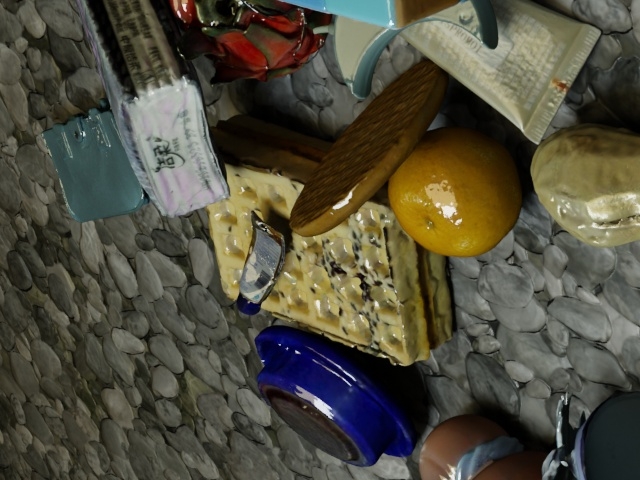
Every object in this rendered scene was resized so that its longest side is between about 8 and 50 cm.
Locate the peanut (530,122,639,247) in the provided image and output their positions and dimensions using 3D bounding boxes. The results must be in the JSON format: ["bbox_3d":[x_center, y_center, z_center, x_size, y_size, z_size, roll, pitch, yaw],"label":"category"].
[{"bbox_3d":[0.332,-0.051,1.594,0.290,0.130,0.130,10,122,45],"label":"peanut"}]

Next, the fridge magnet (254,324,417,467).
[{"bbox_3d":[0.015,0.214,2.135,0.265,0.112,0.265,33,161,13],"label":"fridge magnet"}]

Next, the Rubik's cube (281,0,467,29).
[{"bbox_3d":[0.058,-0.403,1.534,0.290,0.291,0.291,22,129,40],"label":"Rubik's cube"}]

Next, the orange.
[{"bbox_3d":[0.157,-0.058,1.786,0.159,0.136,0.159,27,144,22],"label":"orange"}]

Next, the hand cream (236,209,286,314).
[{"bbox_3d":[-0.079,0.032,2.042,0.062,0.039,0.163,42,138,25],"label":"hand cream"}]

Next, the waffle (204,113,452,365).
[{"bbox_3d":[0.000,0.000,2.039,0.376,0.114,0.261,21,129,41],"label":"waffle"}]

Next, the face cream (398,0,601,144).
[{"bbox_3d":[0.140,-0.250,1.720,0.341,0.084,0.137,36,108,27],"label":"face cream"}]

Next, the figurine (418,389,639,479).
[{"bbox_3d":[0.258,0.320,1.855,0.248,0.276,0.388,35,146,-6],"label":"figurine"}]

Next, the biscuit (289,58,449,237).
[{"bbox_3d":[0.058,-0.102,1.794,0.037,0.262,0.262,39,147,-13],"label":"biscuit"}]

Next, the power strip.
[{"bbox_3d":[0.083,-0.237,1.692,0.216,0.044,0.137,-16,93,34],"label":"power strip"}]

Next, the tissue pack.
[{"bbox_3d":[-0.228,-0.236,1.974,0.259,0.122,0.361,73,173,-55],"label":"tissue pack"}]

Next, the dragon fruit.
[{"bbox_3d":[-0.083,-0.280,1.843,0.193,0.274,0.192,-9,101,11],"label":"dragon fruit"}]

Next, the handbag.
[{"bbox_3d":[-0.337,-0.124,2.402,0.229,0.062,0.179,-8,108,52],"label":"handbag"}]
